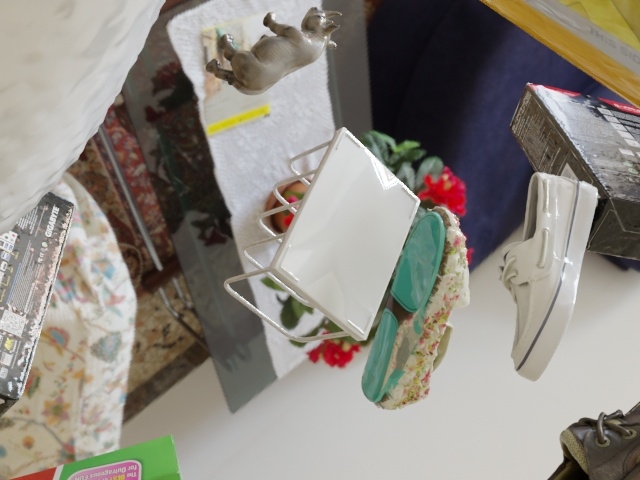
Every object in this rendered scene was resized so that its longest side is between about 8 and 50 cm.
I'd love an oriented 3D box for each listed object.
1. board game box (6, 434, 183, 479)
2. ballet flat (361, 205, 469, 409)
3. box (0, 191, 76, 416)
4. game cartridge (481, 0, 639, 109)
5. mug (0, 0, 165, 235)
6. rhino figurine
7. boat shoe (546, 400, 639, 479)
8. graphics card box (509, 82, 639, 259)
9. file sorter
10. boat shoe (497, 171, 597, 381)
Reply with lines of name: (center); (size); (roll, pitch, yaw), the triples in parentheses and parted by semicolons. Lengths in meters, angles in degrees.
board game box: (-0.294, 0.367, 0.842); (0.316, 0.064, 0.242); (-13, 118, -12)
ballet flat: (0.108, 0.073, 0.785); (0.077, 0.091, 0.241); (4, 121, -24)
box: (-0.451, 0.025, 0.903); (0.257, 0.322, 0.079); (29, 128, -29)
game cartridge: (0.150, -0.116, 0.273); (0.052, 0.324, 0.285); (-41, 151, 0)
mug: (-0.286, -0.165, 0.431); (0.328, 0.374, 0.276); (-51, -179, 37)
rhino figurine: (-0.058, -0.310, 1.216); (0.243, 0.106, 0.073); (-35, 154, -24)
boat shoe: (0.186, 0.149, 0.489); (0.223, 0.073, 0.080); (-51, 177, -1)
graphics card box: (0.449, -0.104, 1.140); (0.232, 0.371, 0.094); (10, 122, -12)
file sorter: (0.000, 0.000, 1.231); (0.193, 0.173, 0.278); (41, 57, -26)
boat shoe: (0.253, 0.032, 0.890); (0.096, 0.088, 0.268); (95, 16, -67)
